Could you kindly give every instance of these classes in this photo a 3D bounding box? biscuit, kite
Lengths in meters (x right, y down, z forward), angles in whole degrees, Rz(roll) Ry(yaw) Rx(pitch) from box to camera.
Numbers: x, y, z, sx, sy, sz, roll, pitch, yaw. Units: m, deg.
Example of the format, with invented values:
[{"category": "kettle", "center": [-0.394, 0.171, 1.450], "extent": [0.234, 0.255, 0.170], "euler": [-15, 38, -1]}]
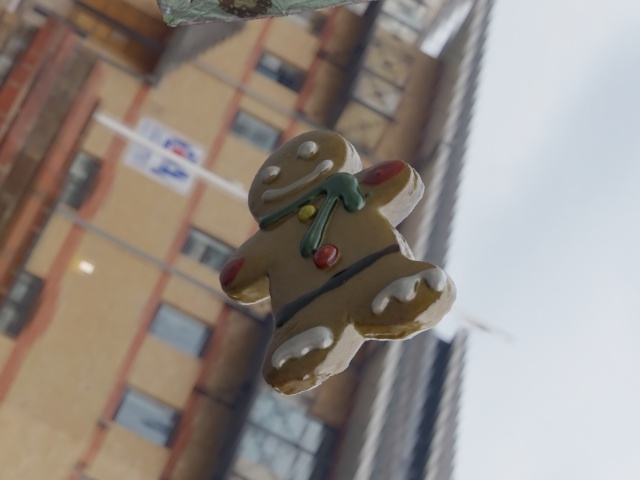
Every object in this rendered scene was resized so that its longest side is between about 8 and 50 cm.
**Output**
[{"category": "biscuit", "center": [0.000, 0.000, 1.453], "extent": [0.197, 0.049, 0.301], "euler": [-28, -144, 9]}, {"category": "kite", "center": [-0.030, -0.204, 1.123], "extent": [0.250, 0.229, 0.012], "euler": [-53, 160, -38]}]
